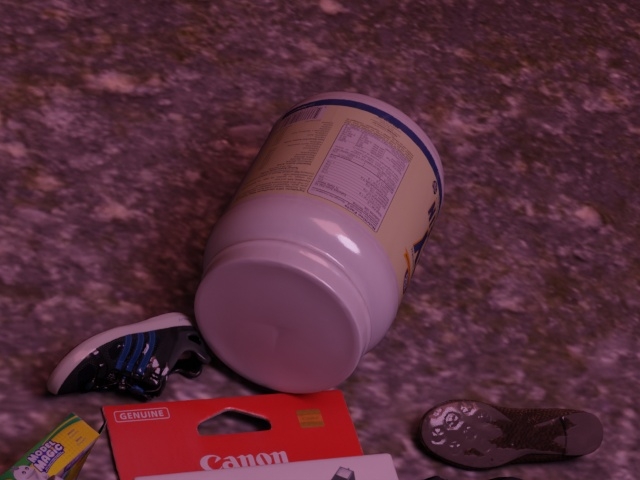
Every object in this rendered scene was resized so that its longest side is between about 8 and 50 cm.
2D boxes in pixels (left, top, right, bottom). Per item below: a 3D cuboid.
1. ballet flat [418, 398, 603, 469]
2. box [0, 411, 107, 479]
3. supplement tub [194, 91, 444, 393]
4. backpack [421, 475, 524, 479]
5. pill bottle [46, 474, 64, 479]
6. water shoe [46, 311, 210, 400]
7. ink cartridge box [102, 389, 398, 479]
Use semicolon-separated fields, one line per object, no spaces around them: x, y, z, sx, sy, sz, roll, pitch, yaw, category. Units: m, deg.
0.228;0.234;1.965;0.250;0.058;0.084;1;86;-23;ballet flat
-0.287;0.245;1.605;0.043;0.105;0.179;40;42;9;box
0.000;0.000;1.904;0.235;0.235;0.325;30;43;-3;supplement tub
0.070;0.421;1.427;0.273;0.290;0.355;56;34;-13;backpack
-0.201;0.295;1.519;0.169;0.094;0.094;36;41;-13;pill bottle
-0.205;0.138;1.776;0.203;0.073;0.080;-21;67;-41;water shoe
-0.065;0.261;1.728;0.296;0.066;0.261;-2;53;-23;ink cartridge box
